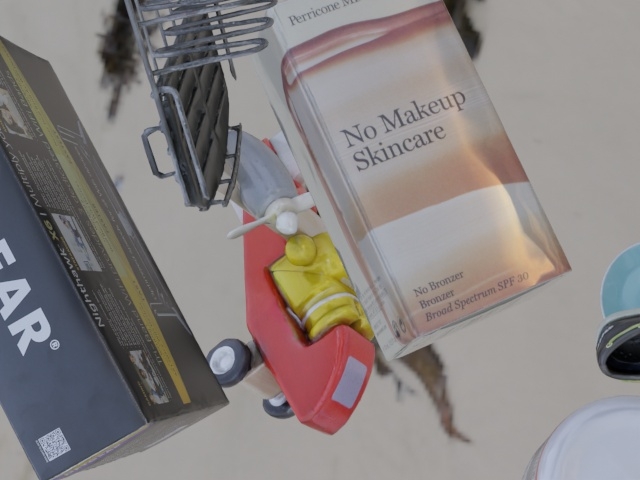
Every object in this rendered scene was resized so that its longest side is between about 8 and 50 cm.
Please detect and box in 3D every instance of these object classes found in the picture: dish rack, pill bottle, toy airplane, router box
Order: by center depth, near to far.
[{"bbox_3d":[-0.062,-0.157,0.696,0.208,0.074,0.272,-84,-18,-66],"label":"dish rack"},{"bbox_3d":[-0.189,0.003,1.007,0.081,0.243,0.309,-30,83,6],"label":"router box"},{"bbox_3d":[0.351,0.315,1.776,0.363,0.210,0.210,79,-171,-75],"label":"pill bottle"},{"bbox_3d":[0.000,0.000,1.779,0.272,0.386,0.384,-22,99,26],"label":"toy airplane"}]

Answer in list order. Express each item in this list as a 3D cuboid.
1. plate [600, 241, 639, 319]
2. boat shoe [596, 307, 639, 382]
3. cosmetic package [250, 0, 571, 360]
[{"bbox_3d":[0.529,0.092,2.288,0.024,0.188,0.188,91,-178,-81],"label":"plate"},{"bbox_3d":[0.390,0.094,1.471,0.227,0.069,0.081,-16,107,18],"label":"boat shoe"},{"bbox_3d":[0.070,-0.068,1.227,0.296,0.153,0.129,64,166,9],"label":"cosmetic package"}]
